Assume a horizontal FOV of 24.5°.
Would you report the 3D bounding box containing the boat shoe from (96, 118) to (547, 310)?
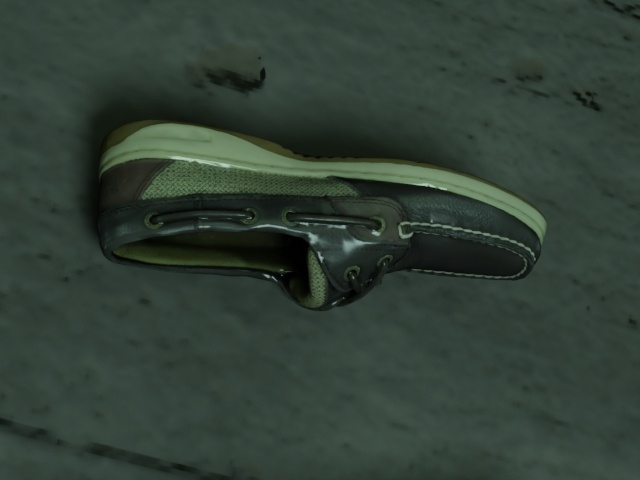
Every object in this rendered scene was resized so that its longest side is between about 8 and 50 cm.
[{"bbox_3d":[0.000,0.000,0.489,0.152,0.056,0.049,9,65,-7],"label":"boat shoe"}]
